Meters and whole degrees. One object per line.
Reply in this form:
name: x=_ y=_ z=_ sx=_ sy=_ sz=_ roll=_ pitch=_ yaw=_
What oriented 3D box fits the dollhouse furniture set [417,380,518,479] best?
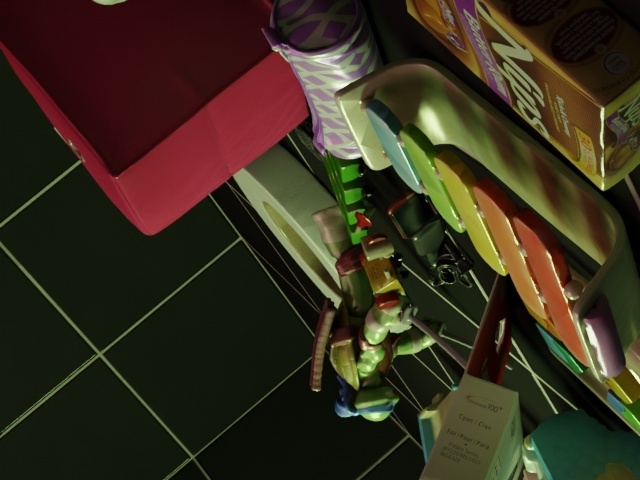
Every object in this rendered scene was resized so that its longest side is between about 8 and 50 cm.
dollhouse furniture set: x=0.295 y=0.321 z=2.106 sx=0.286 sy=0.198 sz=0.303 roll=117 pitch=147 yaw=-60

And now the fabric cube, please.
fabric cube: x=-0.190 y=-0.198 z=1.614 sx=0.254 sy=0.259 sz=0.258 roll=50 pitch=173 yaw=11

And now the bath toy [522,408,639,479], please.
bath toy: x=0.305 y=0.287 z=1.599 sx=0.348 sy=0.129 sz=0.151 roll=73 pitch=177 yaw=-69

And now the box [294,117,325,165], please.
box: x=-0.004 y=-0.125 z=1.810 sx=0.083 sy=0.018 sz=0.067 roll=46 pitch=172 yaw=30

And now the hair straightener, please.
hair straightener: x=0.130 y=0.019 z=1.598 sx=0.089 sy=0.047 sz=0.230 roll=48 pitch=173 yaw=22

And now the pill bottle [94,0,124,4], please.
pill bottle: x=-0.235 y=-0.379 z=1.301 sx=0.301 sy=0.169 sz=0.169 roll=51 pitch=173 yaw=1

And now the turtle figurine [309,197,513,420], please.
turtle figurine: x=0.103 y=0.074 z=1.772 sx=0.198 sy=0.275 sz=0.266 roll=-8 pitch=-103 yaw=-49

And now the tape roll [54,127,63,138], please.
tape roll: x=-0.207 y=-0.164 z=1.885 sx=0.169 sy=0.246 sz=0.246 roll=50 pitch=173 yaw=-8

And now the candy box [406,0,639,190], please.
candy box: x=0.122 y=-0.126 z=0.849 sx=0.186 sy=0.053 sz=0.109 roll=46 pitch=171 yaw=25

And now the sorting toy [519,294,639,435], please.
sorting toy: x=0.253 y=0.107 z=1.311 sx=0.193 sy=0.038 sz=0.208 roll=46 pitch=172 yaw=35

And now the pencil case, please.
pencil case: x=0.013 y=-0.150 z=1.272 sx=0.086 sy=0.088 sz=0.206 roll=49 pitch=174 yaw=29

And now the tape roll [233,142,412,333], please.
tape roll: x=0.000 y=0.000 z=2.244 sx=0.392 sy=0.072 sz=0.392 roll=49 pitch=173 yaw=8

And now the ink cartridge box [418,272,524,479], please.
ink cartridge box: x=0.185 y=0.194 z=1.526 sx=0.066 sy=0.261 sz=0.296 roll=19 pitch=164 yaw=16

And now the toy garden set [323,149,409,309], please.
toy garden set: x=0.051 y=-0.047 z=1.588 sx=0.244 sy=0.049 sz=0.204 roll=77 pitch=174 yaw=-71

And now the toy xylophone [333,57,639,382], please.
toy xylophone: x=0.152 y=-0.013 z=1.141 sx=0.323 sy=0.081 sz=0.236 roll=44 pitch=171 yaw=44
